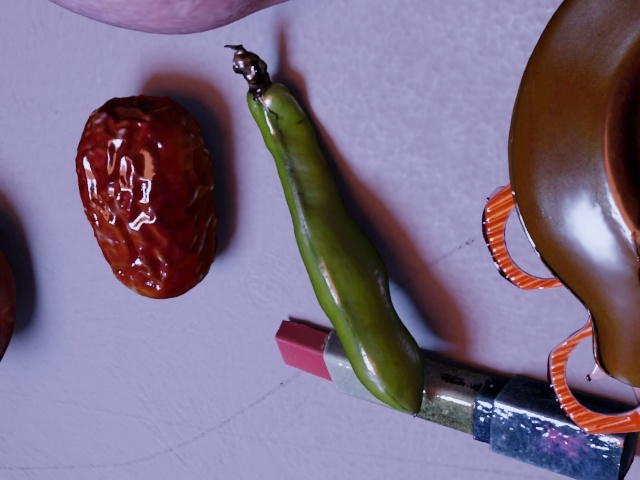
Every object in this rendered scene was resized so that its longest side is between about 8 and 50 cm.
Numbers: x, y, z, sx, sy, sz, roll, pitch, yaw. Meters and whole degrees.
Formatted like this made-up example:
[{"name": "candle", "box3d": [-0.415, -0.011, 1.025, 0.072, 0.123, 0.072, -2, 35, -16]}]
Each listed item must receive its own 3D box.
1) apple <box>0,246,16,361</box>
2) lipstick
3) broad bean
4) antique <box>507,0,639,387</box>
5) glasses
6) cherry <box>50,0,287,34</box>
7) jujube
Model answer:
[{"name": "apple", "box3d": [-0.412, 0.063, 1.030, 0.201, 0.218, 0.218, 7, 116, 26]}, {"name": "lipstick", "box3d": [0.094, 0.124, 0.850, 0.312, 0.051, 0.051, 13, 118, 27]}, {"name": "broad bean", "box3d": [0.003, -0.003, 0.811, 0.056, 0.098, 0.318, -26, 96, 20]}, {"name": "antique", "box3d": [0.220, -0.048, 0.592, 0.224, 0.129, 0.278, 7, 94, 7]}, {"name": "glasses", "box3d": [0.220, 0.025, 0.709, 0.162, 0.095, 0.255, -24, 96, 22]}, {"name": "cherry", "box3d": [-0.121, -0.245, 0.706, 0.239, 0.206, 0.239, 6, 103, 25]}, {"name": "jujube", "box3d": [-0.144, -0.033, 0.886, 0.112, 0.109, 0.176, 39, 140, 55]}]
